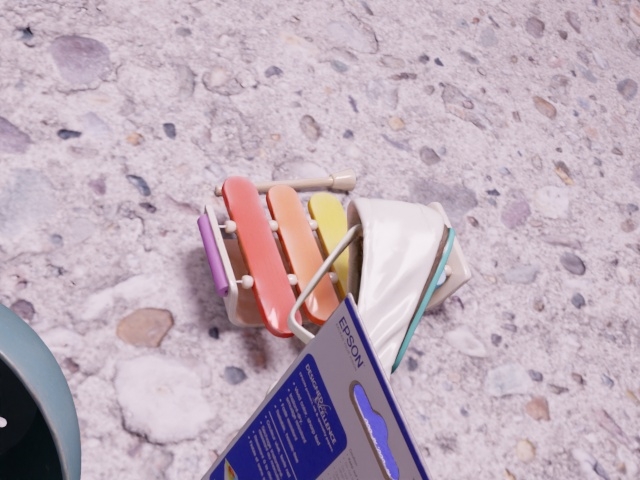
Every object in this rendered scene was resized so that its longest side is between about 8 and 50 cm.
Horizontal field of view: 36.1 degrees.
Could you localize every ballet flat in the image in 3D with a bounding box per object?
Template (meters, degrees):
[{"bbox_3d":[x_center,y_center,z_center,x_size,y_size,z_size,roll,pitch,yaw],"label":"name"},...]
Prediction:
[{"bbox_3d":[0.016,0.130,0.955,0.139,0.139,0.400,24,66,-8],"label":"ballet flat"}]

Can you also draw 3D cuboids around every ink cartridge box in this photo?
[{"bbox_3d":[-0.002,0.207,0.758,0.069,0.371,0.176,-7,59,-30],"label":"ink cartridge box"}]

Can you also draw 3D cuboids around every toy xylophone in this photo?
[{"bbox_3d":[0.000,0.000,1.120,0.323,0.081,0.236,-10,59,-32],"label":"toy xylophone"}]

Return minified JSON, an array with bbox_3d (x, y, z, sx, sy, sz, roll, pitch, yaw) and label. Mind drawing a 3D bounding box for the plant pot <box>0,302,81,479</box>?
[{"bbox_3d":[-0.311,0.146,0.751,0.290,0.290,0.195,26,12,-6],"label":"plant pot"}]
